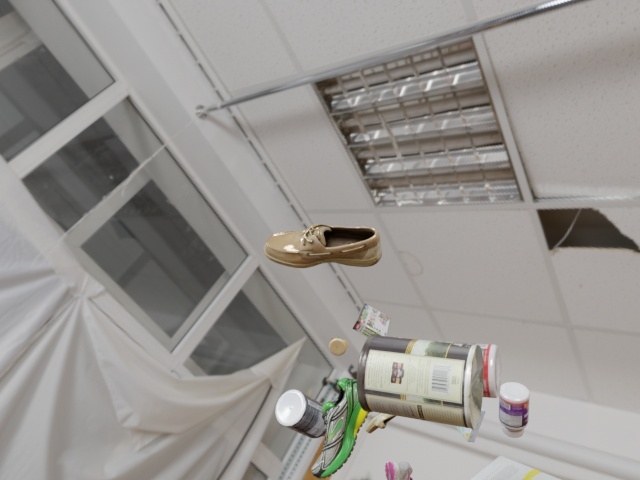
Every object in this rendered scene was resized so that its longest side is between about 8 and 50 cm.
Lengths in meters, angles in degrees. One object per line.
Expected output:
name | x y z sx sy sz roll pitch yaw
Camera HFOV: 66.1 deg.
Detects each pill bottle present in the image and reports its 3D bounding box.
pill bottle | -0.046 0.643 1.798 0.130 0.130 0.245 6 -27 39
pill bottle | 0.734 0.647 1.869 0.108 0.108 0.193 10 -62 35
pill bottle | 0.414 0.403 1.560 0.283 0.161 0.161 -3 -47 27

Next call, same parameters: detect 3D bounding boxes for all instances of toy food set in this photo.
toy food set | 0.077 0.472 2.196 0.083 0.020 0.083 25 -75 9

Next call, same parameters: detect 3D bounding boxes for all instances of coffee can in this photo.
coffee can | 0.256 0.352 1.248 0.275 0.201 0.201 1 -44 27

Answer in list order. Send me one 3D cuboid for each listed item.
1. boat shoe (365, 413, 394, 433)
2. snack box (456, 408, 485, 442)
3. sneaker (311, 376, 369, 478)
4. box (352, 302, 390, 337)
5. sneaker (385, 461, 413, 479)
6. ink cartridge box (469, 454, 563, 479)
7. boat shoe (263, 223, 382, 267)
boat shoe | 0.221 0.658 1.785 0.050 0.135 0.045 36 10 -50
snack box | 0.613 0.732 2.009 0.037 0.141 0.100 15 9 -12
sneaker | 0.051 0.623 1.653 0.146 0.343 0.134 27 -13 -3
box | 0.184 0.291 1.738 0.114 0.207 0.036 29 -76 7
sneaker | 0.323 1.002 1.985 0.103 0.111 0.252 -133 -137 -64
ink cartridge box | 0.635 0.813 1.377 0.385 0.160 0.279 -13 -81 65
boat shoe | 0.000 0.000 1.383 0.341 0.121 0.110 -1 -41 11
